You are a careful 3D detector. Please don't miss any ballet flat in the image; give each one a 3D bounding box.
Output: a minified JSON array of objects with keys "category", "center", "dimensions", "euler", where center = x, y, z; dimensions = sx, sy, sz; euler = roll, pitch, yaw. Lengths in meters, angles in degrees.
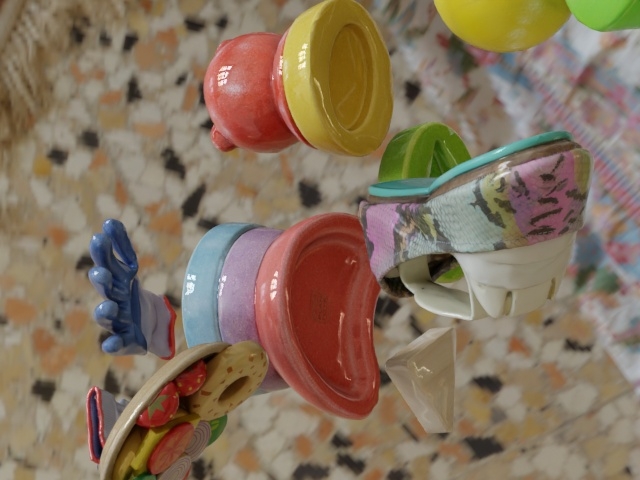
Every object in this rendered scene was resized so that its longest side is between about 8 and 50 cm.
[{"category":"ballet flat","center":[0.076,-0.001,0.871],"dimensions":[0.077,0.221,0.079],"euler":[-10,89,-18]}]

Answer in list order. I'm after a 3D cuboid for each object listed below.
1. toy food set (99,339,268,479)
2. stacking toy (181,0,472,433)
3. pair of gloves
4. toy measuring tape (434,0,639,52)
[{"category":"toy food set","center":[-0.058,0.076,0.739],"dimensions":[0.020,0.083,0.082],"euler":[37,113,18]},{"category":"stacking toy","center":[0.000,0.000,1.411],"dimensions":[0.130,0.279,0.309],"euler":[-6,64,32]},{"category":"pair of gloves","center":[-0.117,0.091,1.168],"dimensions":[0.023,0.159,0.198],"euler":[-10,70,11]},{"category":"toy measuring tape","center":[0.114,-0.188,0.442],"dimensions":[0.121,0.330,0.121],"euler":[26,29,-16]}]
